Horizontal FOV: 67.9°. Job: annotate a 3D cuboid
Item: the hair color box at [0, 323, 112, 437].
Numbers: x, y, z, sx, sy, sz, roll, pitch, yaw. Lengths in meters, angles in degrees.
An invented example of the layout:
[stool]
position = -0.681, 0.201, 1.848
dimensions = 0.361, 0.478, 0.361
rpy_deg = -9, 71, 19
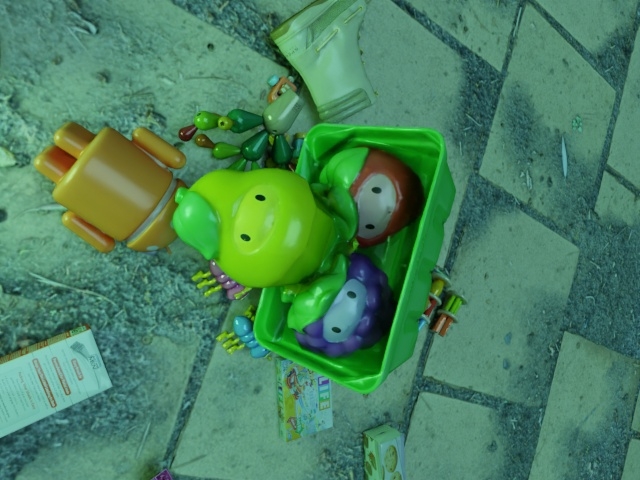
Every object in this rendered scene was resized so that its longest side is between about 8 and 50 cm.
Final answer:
[hair color box]
position = -0.388, 0.192, 0.653
dimensions = 0.167, 0.053, 0.093
rpy_deg = -21, 102, -28

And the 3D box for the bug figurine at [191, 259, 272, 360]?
[bug figurine]
position = -0.083, 0.064, 0.821
dimensions = 0.279, 0.072, 0.216
rpy_deg = -47, 114, -20

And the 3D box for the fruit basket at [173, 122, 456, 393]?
[fruit basket]
position = 0.000, 0.000, 0.680
dimensions = 0.392, 0.283, 0.391
rpy_deg = -19, 115, -47

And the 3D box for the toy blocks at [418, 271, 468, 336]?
[toy blocks]
position = 0.250, 0.163, 1.041
dimensions = 0.123, 0.054, 0.148
rpy_deg = 44, 71, -25

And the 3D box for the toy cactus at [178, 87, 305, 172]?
[toy cactus]
position = -0.095, -0.162, 0.760
dimensions = 0.219, 0.112, 0.180
rpy_deg = 34, 105, -34

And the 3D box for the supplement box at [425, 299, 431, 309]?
[supplement box]
position = 0.124, 0.068, 0.946
dimensions = 0.078, 0.080, 0.233
rpy_deg = -46, 112, -20

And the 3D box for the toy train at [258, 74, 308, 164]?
[toy train]
position = -0.039, -0.211, 0.848
dimensions = 0.166, 0.046, 0.125
rpy_deg = 42, 72, -26

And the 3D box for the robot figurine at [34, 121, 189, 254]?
[robot figurine]
position = -0.272, -0.069, 0.664
dimensions = 0.219, 0.128, 0.158
rpy_deg = 39, 60, -27

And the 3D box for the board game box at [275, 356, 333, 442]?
[board game box]
position = -0.029, 0.286, 0.893
dimensions = 0.104, 0.026, 0.154
rpy_deg = -6, 96, -32

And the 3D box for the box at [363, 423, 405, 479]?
[box]
position = 0.138, 0.552, 0.989
dimensions = 0.067, 0.063, 0.323
rpy_deg = -5, 96, -30

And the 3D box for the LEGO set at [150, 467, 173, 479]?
[LEGO set]
position = -0.305, 0.451, 0.708
dimensions = 0.227, 0.093, 0.087
rpy_deg = -32, 78, -21

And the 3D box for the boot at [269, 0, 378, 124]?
[boot]
position = 0.057, -0.350, 0.871
dimensions = 0.262, 0.095, 0.203
rpy_deg = -43, 115, -25
